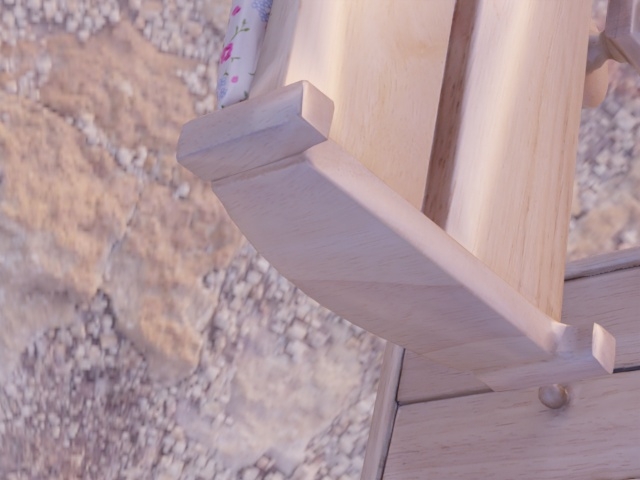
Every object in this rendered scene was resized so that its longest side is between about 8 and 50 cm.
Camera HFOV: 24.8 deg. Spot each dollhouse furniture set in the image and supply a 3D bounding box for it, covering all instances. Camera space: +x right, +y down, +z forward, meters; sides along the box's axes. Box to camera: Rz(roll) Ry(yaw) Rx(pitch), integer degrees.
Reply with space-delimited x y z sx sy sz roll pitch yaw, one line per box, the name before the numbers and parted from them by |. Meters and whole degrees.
dollhouse furniture set | 0.000 0.000 0.450 0.355 0.174 0.303 38 51 -37
